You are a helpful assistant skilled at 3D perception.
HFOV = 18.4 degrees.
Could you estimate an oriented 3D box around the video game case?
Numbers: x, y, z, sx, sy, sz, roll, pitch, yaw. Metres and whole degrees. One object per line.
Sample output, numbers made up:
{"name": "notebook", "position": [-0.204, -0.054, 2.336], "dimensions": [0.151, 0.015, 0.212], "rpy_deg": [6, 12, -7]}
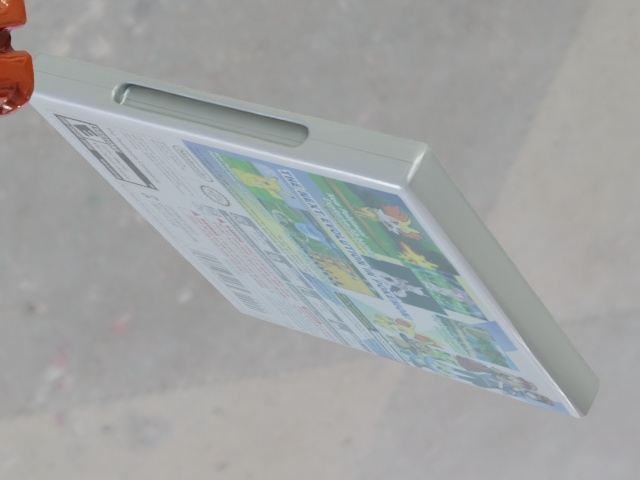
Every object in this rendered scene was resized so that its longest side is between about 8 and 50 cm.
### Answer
{"name": "video game case", "position": [0.000, 0.000, 1.288], "dimensions": [0.036, 0.300, 0.329], "rpy_deg": [-63, 145, -17]}

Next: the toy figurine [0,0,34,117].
{"name": "toy figurine", "position": [-0.225, -0.052, 0.659], "dimensions": [0.148, 0.209, 0.213], "rpy_deg": [-17, 151, -48]}
